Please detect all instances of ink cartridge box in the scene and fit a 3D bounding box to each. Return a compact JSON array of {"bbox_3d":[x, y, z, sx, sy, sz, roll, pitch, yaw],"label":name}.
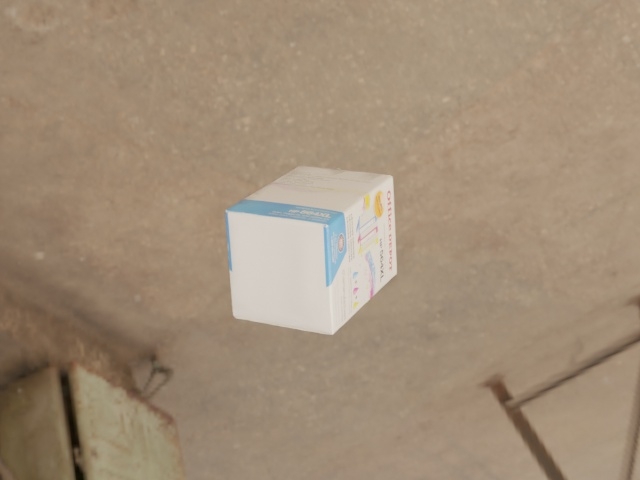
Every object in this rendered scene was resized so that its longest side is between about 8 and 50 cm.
[{"bbox_3d":[0.000,0.000,0.834,0.090,0.143,0.092,8,114,26],"label":"ink cartridge box"}]
